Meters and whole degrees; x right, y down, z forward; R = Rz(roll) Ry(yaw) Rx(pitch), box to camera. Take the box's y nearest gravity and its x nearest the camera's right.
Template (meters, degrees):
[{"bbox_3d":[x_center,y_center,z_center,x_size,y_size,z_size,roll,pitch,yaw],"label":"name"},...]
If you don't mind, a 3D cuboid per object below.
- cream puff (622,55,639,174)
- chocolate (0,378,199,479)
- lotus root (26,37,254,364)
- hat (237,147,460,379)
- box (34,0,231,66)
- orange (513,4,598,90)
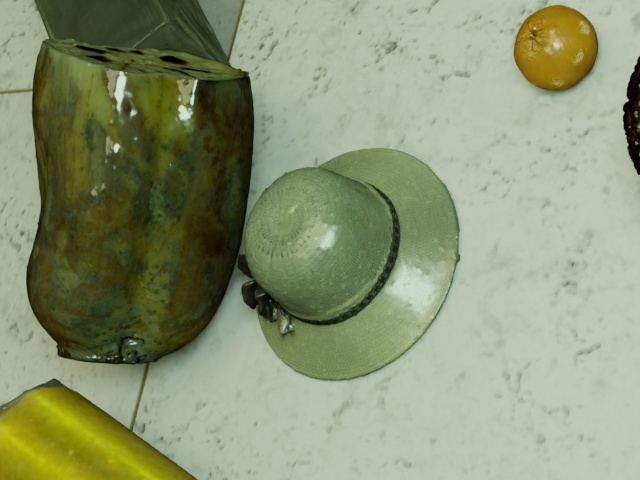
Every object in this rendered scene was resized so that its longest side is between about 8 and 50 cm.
[{"bbox_3d":[0.364,-0.116,1.064,0.239,0.165,0.239,-14,65,32],"label":"cream puff"},{"bbox_3d":[-0.172,0.296,1.270,0.445,0.162,0.162,25,85,39],"label":"chocolate"},{"bbox_3d":[-0.202,-0.035,1.376,0.250,0.250,0.346,15,100,39],"label":"lotus root"},{"bbox_3d":[0.000,0.000,1.299,0.257,0.130,0.257,-16,60,30],"label":"hat"},{"bbox_3d":[-0.229,-0.254,1.569,0.149,0.155,0.231,-37,51,13],"label":"box"},{"bbox_3d":[0.230,-0.189,1.257,0.083,0.070,0.083,-17,61,34],"label":"orange"}]
